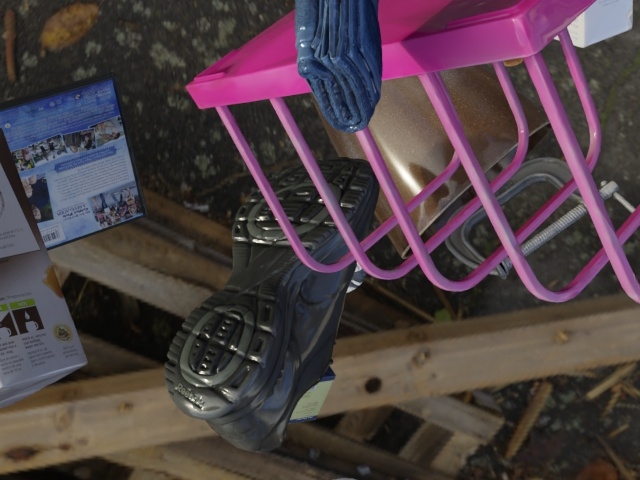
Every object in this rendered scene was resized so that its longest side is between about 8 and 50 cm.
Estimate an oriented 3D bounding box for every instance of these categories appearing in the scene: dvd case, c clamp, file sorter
[{"bbox_3d":[-0.351,-0.104,1.262,0.180,0.022,0.253,-21,135,-18],"label":"dvd case"},{"bbox_3d":[0.197,-0.018,0.820,0.161,0.137,0.022,-31,138,4],"label":"c clamp"},{"bbox_3d":[0.102,-0.084,0.549,0.202,0.291,0.182,-41,115,-27],"label":"file sorter"}]

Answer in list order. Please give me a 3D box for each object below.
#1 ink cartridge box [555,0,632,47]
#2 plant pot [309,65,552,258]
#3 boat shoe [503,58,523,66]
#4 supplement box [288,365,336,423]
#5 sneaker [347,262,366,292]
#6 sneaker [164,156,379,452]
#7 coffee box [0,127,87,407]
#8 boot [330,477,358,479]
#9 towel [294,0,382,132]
[{"bbox_3d":[0.232,-0.296,0.845,0.067,0.115,0.198,-22,122,-20],"label":"ink cartridge box"},{"bbox_3d":[0.094,-0.137,0.971,0.215,0.215,0.230,-43,80,13],"label":"plant pot"},{"bbox_3d":[0.287,-0.380,1.649,0.207,0.073,0.073,31,103,14],"label":"boat shoe"},{"bbox_3d":[-0.039,0.190,1.161,0.083,0.056,0.083,-2,129,-33],"label":"supplement box"},{"bbox_3d":[0.000,0.000,1.351,0.094,0.235,0.153,32,64,-23],"label":"sneaker"},{"bbox_3d":[-0.026,0.048,0.770,0.109,0.286,0.130,11,147,33],"label":"sneaker"},{"bbox_3d":[-0.333,0.032,0.843,0.141,0.098,0.246,-28,80,36],"label":"coffee box"},{"bbox_3d":[-0.010,0.344,0.977,0.069,0.190,0.086,21,124,28],"label":"boot"},{"bbox_3d":[0.010,-0.111,0.378,0.029,0.119,0.067,-5,160,13],"label":"towel"}]
